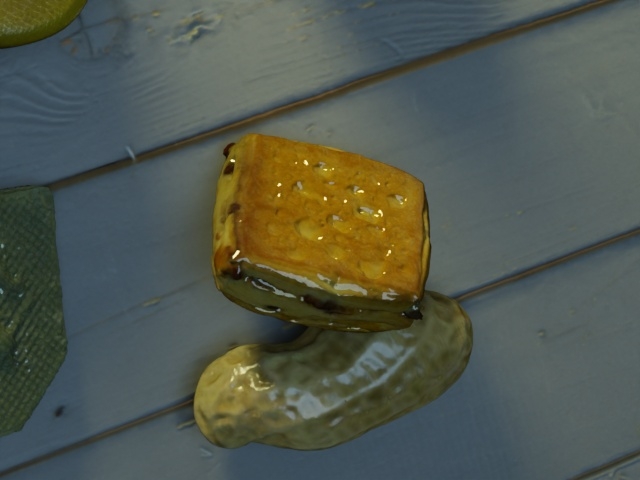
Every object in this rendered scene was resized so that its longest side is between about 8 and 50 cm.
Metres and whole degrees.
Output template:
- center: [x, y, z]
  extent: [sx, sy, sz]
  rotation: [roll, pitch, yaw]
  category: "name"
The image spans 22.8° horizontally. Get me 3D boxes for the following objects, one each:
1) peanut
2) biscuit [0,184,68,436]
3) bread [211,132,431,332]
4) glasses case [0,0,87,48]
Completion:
- center: [0.018, 0.143, 1.735]
  extent: [0.325, 0.140, 0.153]
  rotation: [-16, 99, -14]
  category: "peanut"
- center: [-0.331, 0.077, 1.616]
  extent: [0.150, 0.052, 0.252]
  rotation: [-11, 103, -41]
  category: "biscuit"
- center: [0.000, 0.000, 1.681]
  extent: [0.235, 0.099, 0.210]
  rotation: [14, 48, -12]
  category: "bread"
- center: [-0.403, -0.285, 1.499]
  extent: [0.371, 0.141, 0.173]
  rotation: [19, 85, -32]
  category: "glasses case"
